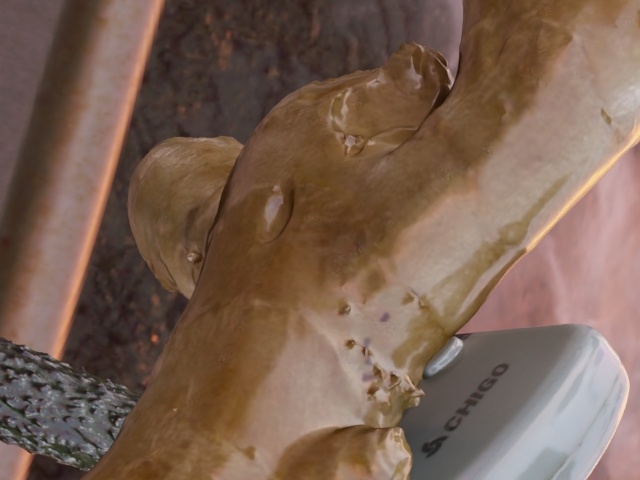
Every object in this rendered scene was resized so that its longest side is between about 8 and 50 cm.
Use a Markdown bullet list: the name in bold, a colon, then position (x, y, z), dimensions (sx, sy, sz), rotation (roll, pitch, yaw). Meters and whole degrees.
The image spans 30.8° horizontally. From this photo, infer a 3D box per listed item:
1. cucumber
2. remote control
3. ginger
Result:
- **cucumber**: position (-0.204, 0.166, 1.070), dimensions (0.096, 0.359, 0.096), rotation (-160, -90, -86)
- **remote control**: position (0.014, 0.103, 0.578), dimensions (0.140, 0.296, 0.056), rotation (-44, 106, -30)
- **ginger**: position (0.021, 0.003, 0.480), dimensions (0.122, 0.363, 0.348), rotation (42, 34, -34)
